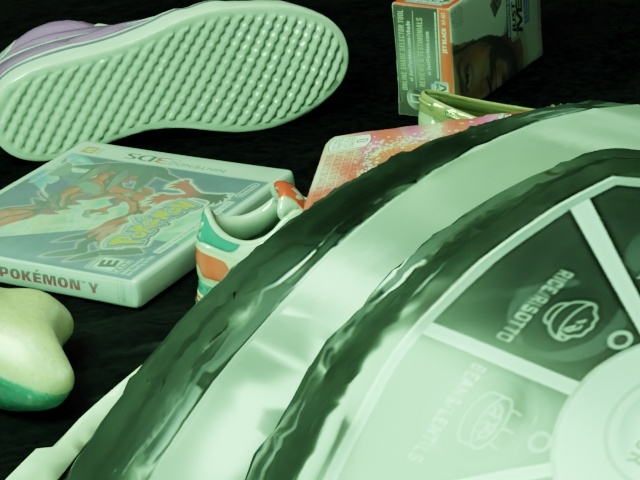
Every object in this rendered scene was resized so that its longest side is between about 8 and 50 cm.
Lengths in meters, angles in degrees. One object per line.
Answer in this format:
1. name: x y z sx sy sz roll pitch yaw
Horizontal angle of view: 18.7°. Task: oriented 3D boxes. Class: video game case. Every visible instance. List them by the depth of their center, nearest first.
1. video game case: -0.145 -0.016 1.332 0.183 0.023 0.201 9 27 28

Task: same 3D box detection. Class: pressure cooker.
1. pressure cooker: 0.171 0.175 0.427 0.375 0.370 0.420 -4 18 -44

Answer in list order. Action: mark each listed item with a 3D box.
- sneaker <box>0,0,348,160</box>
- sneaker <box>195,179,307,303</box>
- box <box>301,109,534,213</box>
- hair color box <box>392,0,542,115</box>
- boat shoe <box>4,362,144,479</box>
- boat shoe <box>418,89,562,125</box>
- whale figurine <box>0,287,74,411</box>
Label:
1. sneaker: -0.127 -0.147 1.534 0.282 0.102 0.161 -8 21 -9
2. sneaker: 0.000 0.000 1.205 0.161 0.075 0.057 -8 24 -7
3. box: 0.053 0.054 0.960 0.122 0.128 0.257 -8 29 16
4. hair color box: 0.119 -0.166 1.540 0.053 0.093 0.167 10 28 30
5. boat shoe: -0.094 0.133 0.938 0.099 0.116 0.319 45 27 2
6. boat shoe: 0.144 -0.082 1.398 0.153 0.048 0.056 6 26 22
7. whale figurine: -0.278 0.055 1.103 0.272 0.141 0.216 16 20 -16
